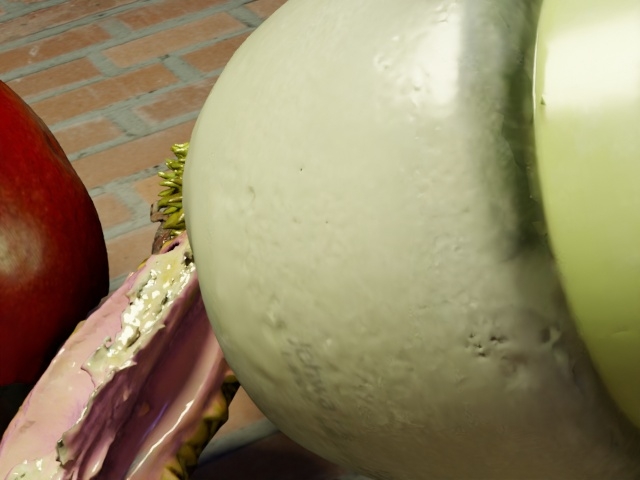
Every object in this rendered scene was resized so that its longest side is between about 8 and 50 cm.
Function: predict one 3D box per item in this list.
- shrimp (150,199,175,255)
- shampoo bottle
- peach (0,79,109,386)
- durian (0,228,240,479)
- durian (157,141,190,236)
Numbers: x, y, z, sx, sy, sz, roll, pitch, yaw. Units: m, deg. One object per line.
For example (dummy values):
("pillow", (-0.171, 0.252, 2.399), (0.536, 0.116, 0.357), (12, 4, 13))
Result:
("shrimp", (-0.092, -0.019, 1.287), (0.073, 0.074, 0.190), (-33, 7, 28))
("shampoo bottle", (0.104, -0.016, 0.830), (0.317, 0.322, 0.322), (-13, 25, 32))
("peach", (-0.354, 0.022, 1.047), (0.406, 0.310, 0.335), (-27, 25, -13))
("durian", (-0.125, 0.129, 0.930), (0.341, 0.112, 0.191), (-61, 12, -20))
("durian", (0.003, 0.001, 1.086), (0.237, 0.176, 0.200), (7, -26, -42))
